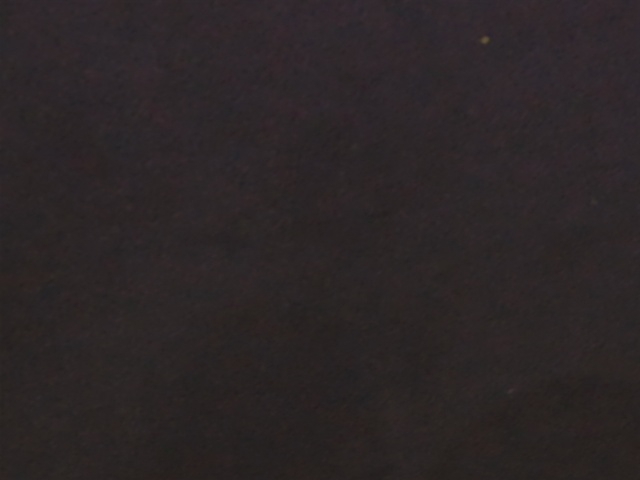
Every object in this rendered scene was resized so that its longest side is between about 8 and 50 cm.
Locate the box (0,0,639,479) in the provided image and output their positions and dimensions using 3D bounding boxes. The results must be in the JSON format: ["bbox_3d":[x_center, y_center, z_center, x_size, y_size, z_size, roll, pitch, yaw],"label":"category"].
[{"bbox_3d":[-0.086,-0.125,0.593,0.480,0.297,0.471,-10,44,-11],"label":"box"}]
